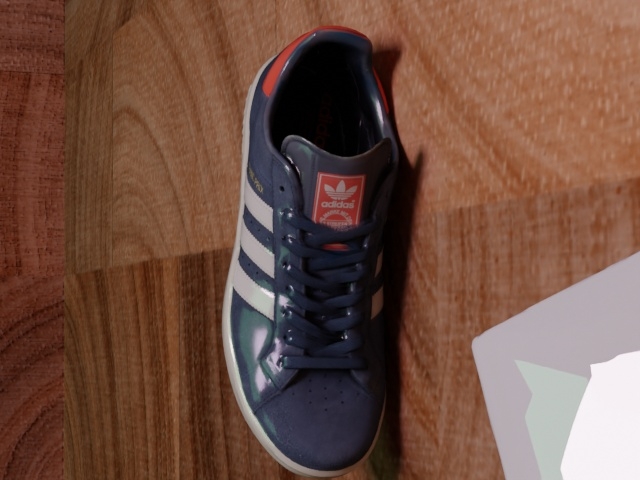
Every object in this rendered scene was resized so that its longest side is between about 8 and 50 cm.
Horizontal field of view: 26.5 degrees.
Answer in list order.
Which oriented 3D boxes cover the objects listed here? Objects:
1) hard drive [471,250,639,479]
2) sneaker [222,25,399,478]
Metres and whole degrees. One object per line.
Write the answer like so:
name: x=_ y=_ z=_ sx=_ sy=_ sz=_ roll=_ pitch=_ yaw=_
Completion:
hard drive: x=0.199 y=0.154 z=0.528 sx=0.233 sy=0.047 sz=0.353 roll=-31 pitch=56 yaw=31
sneaker: x=0.000 y=0.000 z=1.030 sx=0.148 sy=0.131 sz=0.350 roll=138 pitch=130 yaw=-66
